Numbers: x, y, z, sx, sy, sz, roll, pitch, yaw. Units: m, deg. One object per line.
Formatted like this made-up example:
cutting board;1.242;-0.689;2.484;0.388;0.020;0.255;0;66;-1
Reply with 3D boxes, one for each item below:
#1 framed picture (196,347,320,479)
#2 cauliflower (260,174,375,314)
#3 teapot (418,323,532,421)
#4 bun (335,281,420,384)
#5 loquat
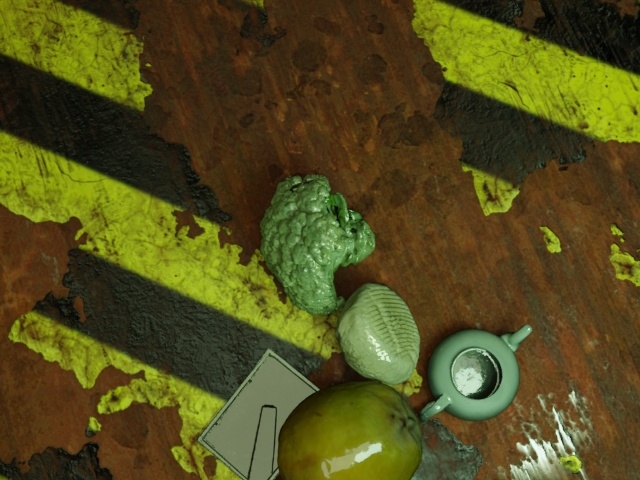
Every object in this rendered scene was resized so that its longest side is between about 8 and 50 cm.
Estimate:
framed picture;-0.120;0.392;1.675;0.189;0.023;0.260;37;84;9
cauliflower;0.000;0.000;1.669;0.250;0.275;0.272;-7;44;-33
teapot;0.321;0.282;1.613;0.294;0.129;0.193;-40;79;-4
bun;0.117;0.204;1.622;0.134;0.220;0.220;-29;77;30
loquat;0.053;0.411;1.529;0.284;0.276;0.276;-34;78;19
